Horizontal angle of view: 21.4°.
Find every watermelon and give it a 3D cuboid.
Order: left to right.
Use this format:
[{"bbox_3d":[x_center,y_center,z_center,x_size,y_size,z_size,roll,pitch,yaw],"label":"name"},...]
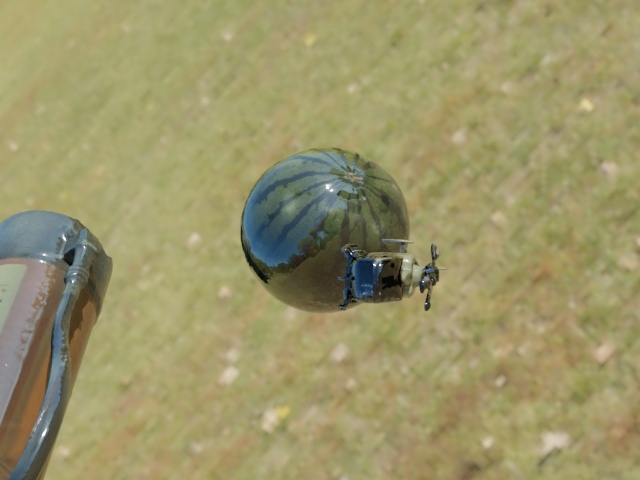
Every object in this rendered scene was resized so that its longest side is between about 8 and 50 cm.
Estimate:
[{"bbox_3d":[0.000,0.000,1.067,0.105,0.105,0.133,-58,-5,-34],"label":"watermelon"}]

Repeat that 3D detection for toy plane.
[{"bbox_3d":[0.036,0.017,0.827,0.120,0.049,0.031,-35,-53,-82],"label":"toy plane"}]

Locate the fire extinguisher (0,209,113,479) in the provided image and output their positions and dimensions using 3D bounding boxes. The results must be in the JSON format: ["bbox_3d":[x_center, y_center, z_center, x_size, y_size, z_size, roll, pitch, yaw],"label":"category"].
[{"bbox_3d":[-0.257,0.125,1.346,0.200,0.113,0.376,115,171,-48],"label":"fire extinguisher"}]
